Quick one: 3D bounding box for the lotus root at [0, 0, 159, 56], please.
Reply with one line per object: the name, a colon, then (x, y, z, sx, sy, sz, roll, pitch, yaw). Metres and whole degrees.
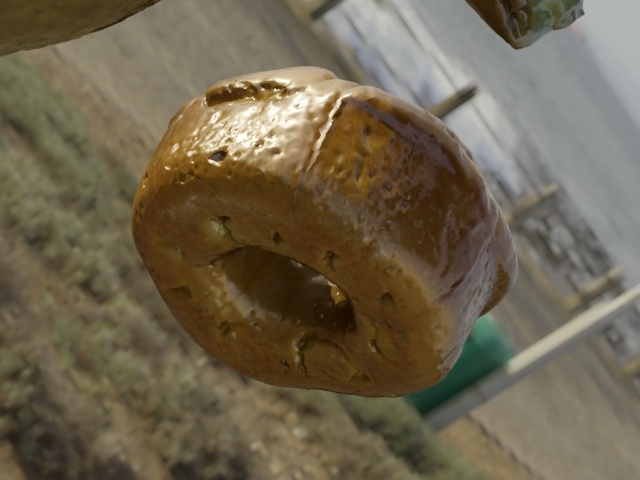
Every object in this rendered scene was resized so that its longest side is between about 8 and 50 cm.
lotus root: (-0.109, -0.120, 0.547, 0.138, 0.214, 0.138, 57, 15, -24)

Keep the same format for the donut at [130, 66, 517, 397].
donut: (-0.002, -0.001, 1.032, 0.226, 0.226, 0.114, 50, 51, -29)

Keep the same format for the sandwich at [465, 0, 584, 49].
sandwich: (0.062, -0.190, 0.868, 0.245, 0.063, 0.212, 134, -67, -77)
